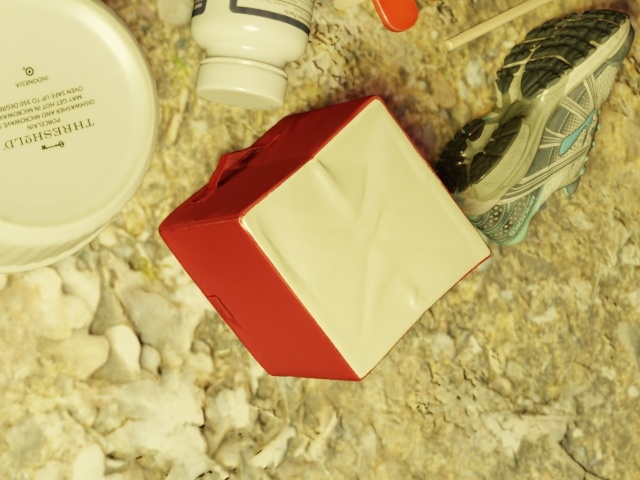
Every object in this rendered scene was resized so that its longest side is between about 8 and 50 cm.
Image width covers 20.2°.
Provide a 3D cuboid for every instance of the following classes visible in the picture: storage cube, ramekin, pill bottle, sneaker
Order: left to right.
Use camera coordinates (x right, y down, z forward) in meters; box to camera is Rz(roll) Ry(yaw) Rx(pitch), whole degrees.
[{"bbox_3d":[-0.264,-0.109,1.558,0.273,0.127,0.273,2,86,-25],"label":"ramekin"},{"bbox_3d":[-0.061,-0.221,1.669,0.112,0.112,0.186,12,82,-24],"label":"pill bottle"},{"bbox_3d":[0.000,0.000,1.642,0.184,0.193,0.215,-42,105,-22],"label":"storage cube"},{"bbox_3d":[0.229,-0.116,1.824,0.283,0.110,0.122,-49,125,-17],"label":"sneaker"}]

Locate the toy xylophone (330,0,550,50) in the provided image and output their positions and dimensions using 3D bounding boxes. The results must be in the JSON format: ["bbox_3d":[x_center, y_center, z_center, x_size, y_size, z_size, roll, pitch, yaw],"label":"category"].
[{"bbox_3d":[0.136,-0.317,1.785,0.323,0.081,0.236,-21,96,-25],"label":"toy xylophone"}]
